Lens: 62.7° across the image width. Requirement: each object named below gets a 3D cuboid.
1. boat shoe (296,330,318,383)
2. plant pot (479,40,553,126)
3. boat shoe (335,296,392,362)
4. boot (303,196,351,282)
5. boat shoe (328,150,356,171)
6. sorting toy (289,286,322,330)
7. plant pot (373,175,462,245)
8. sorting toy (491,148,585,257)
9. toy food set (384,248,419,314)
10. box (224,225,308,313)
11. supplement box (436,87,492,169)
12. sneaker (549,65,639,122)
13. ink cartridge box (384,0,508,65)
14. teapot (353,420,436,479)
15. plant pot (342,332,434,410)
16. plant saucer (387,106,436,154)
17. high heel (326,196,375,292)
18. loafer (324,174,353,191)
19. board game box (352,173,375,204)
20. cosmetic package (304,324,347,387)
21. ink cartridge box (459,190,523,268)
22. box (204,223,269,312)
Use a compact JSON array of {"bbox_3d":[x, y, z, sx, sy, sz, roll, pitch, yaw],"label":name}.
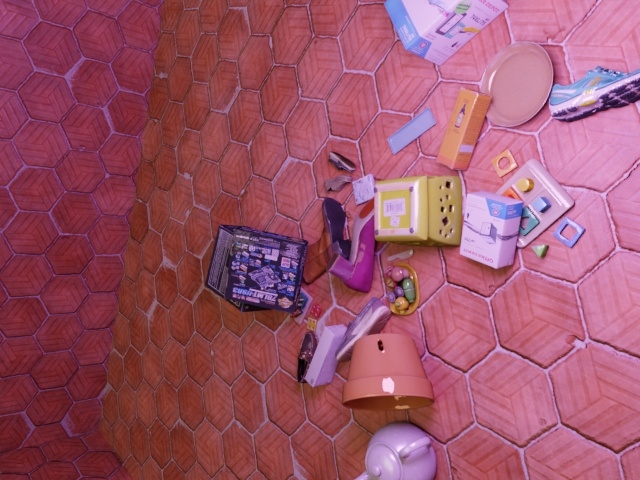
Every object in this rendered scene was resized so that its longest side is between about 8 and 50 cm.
[{"bbox_3d":[-0.056,0.466,2.090,0.073,0.073,0.207,2,89,46],"label":"boat shoe"},{"bbox_3d":[0.562,-0.444,1.505,0.236,0.032,0.236,0,90,55],"label":"plant pot"},{"bbox_3d":[0.141,0.321,1.881,0.285,0.102,0.092,-55,48,24],"label":"boat shoe"},{"bbox_3d":[0.000,0.000,2.063,0.280,0.096,0.264,-35,71,48],"label":"boot"},{"bbox_3d":[0.081,-0.290,1.993,0.152,0.056,0.049,47,126,46],"label":"boat shoe"},{"bbox_3d":[-0.102,0.261,2.160,0.274,0.046,0.132,41,117,37],"label":"sorting toy"},{"bbox_3d":[0.295,-0.094,1.660,0.228,0.207,0.227,-1,89,46],"label":"plant pot"},{"bbox_3d":[0.578,-0.107,1.486,0.196,0.047,0.348,-49,56,32],"label":"sorting toy"},{"bbox_3d":[0.261,0.145,1.781,0.128,0.071,0.218,-13,80,44],"label":"toy food set"},{"bbox_3d":[-0.216,0.116,2.078,0.295,0.073,0.293,11,103,9],"label":"box"},{"bbox_3d":[0.434,-0.336,1.595,0.078,0.080,0.233,41,126,47],"label":"supplement box"},{"bbox_3d":[0.713,-0.393,1.328,0.275,0.107,0.110,-11,72,44],"label":"sneaker"},{"bbox_3d":[0.379,-0.719,1.600,0.270,0.198,0.197,-36,63,39],"label":"ink cartridge box"},{"bbox_3d":[0.239,0.718,1.704,0.252,0.187,0.256,9,94,45],"label":"teapot"},{"bbox_3d":[0.210,0.425,1.698,0.291,0.290,0.204,-27,54,41],"label":"plant pot"},{"bbox_3d":[0.310,-0.370,1.786,0.192,0.018,0.067,-34,65,38],"label":"plant saucer"},{"bbox_3d":[0.189,0.001,1.876,0.377,0.181,0.127,-55,18,10],"label":"high heel"},{"bbox_3d":[0.071,-0.215,1.999,0.148,0.056,0.050,-8,83,55],"label":"loafer"},{"bbox_3d":[0.162,-0.186,1.927,0.090,0.020,0.090,-20,74,44],"label":"board game box"},{"bbox_3d":[0.028,0.435,1.989,0.060,0.098,0.239,37,114,42],"label":"cosmetic package"},{"bbox_3d":[0.489,-0.033,1.514,0.139,0.082,0.191,26,119,49],"label":"ink cartridge box"},{"bbox_3d":[-0.326,0.118,2.292,0.294,0.182,0.296,28,107,42],"label":"box"}]
